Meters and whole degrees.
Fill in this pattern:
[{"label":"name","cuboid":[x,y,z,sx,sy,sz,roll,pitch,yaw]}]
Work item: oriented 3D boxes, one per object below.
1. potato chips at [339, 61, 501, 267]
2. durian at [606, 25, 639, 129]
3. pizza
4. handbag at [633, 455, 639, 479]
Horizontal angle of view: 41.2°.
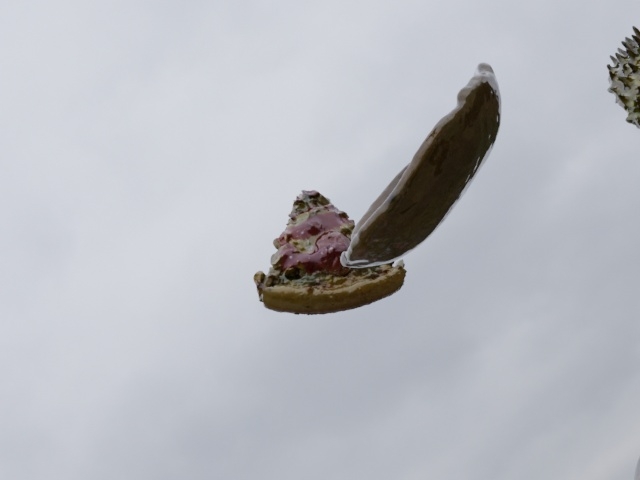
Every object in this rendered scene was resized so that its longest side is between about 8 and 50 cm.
[{"label":"potato chips","cuboid":[0.097,-0.054,0.736,0.208,0.062,0.195,-51,-3,-17]},{"label":"durian","cuboid":[0.330,-0.136,0.737,0.144,0.252,0.139,-32,-56,17]},{"label":"pizza","cuboid":[0.000,0.000,1.054,0.188,0.199,0.062,-9,-40,-14]},{"label":"handbag","cuboid":[0.265,0.119,0.350,0.302,0.283,0.149,-41,13,39]}]
